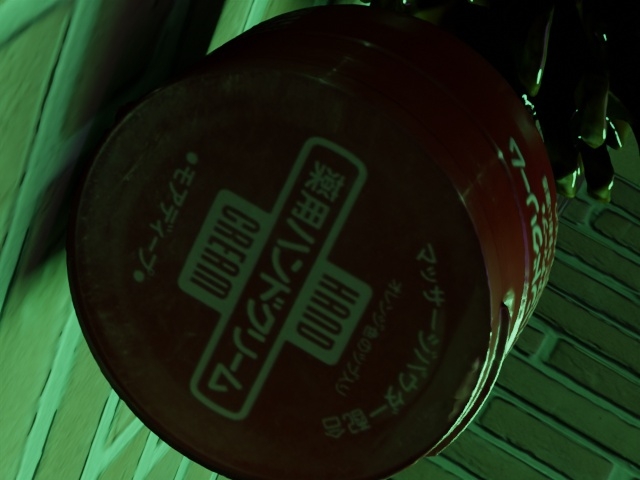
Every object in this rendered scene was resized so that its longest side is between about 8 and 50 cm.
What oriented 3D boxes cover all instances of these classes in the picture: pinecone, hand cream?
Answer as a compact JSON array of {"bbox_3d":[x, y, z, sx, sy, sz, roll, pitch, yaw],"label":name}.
[{"bbox_3d":[0.144,-0.138,1.028,0.264,0.264,0.264,-57,170,-16],"label":"pinecone"},{"bbox_3d":[0.000,0.000,0.852,0.193,0.193,0.125,-65,171,29],"label":"hand cream"}]
